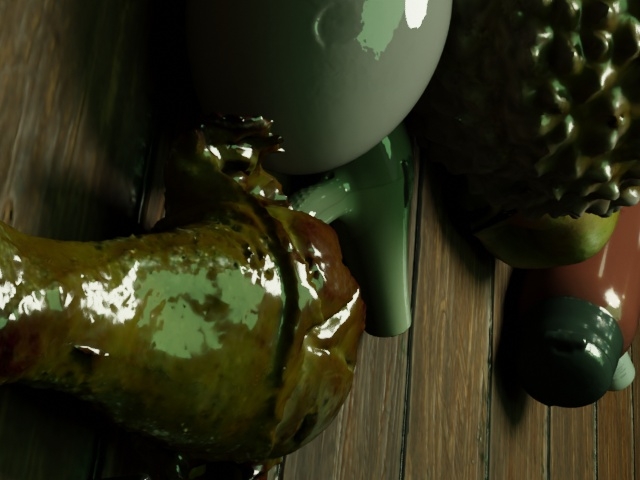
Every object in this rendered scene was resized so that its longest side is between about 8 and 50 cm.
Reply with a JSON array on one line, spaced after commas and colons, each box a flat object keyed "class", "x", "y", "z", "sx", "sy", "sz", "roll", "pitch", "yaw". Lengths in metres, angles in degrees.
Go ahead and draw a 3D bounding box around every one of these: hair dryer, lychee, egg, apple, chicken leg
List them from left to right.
[{"class": "chicken leg", "x": -0.076, "y": 0.024, "z": 0.632, "sx": 0.361, "sy": 0.140, "sz": 0.212, "roll": 38, "pitch": 58, "yaw": -58}, {"class": "egg", "x": -0.003, "y": -0.149, "z": 0.781, "sx": 0.176, "sy": 0.176, "sz": 0.232, "roll": 44, "pitch": 51, "yaw": -50}, {"class": "hair dryer", "x": 0.017, "y": 0.011, "z": 0.903, "sx": 0.225, "sy": 0.088, "sz": 0.219, "roll": -60, "pitch": 140, "yaw": -32}, {"class": "apple", "x": 0.227, "y": -0.077, "z": 1.229, "sx": 0.207, "sy": 0.173, "sz": 0.188, "roll": 68, "pitch": 28, "yaw": -57}, {"class": "lychee", "x": 0.202, "y": -0.225, "z": 0.982, "sx": 0.380, "sy": 0.380, "sz": 0.432, "roll": 48, "pitch": 42, "yaw": -47}]

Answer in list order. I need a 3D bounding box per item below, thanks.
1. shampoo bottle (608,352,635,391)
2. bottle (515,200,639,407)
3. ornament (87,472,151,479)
[{"class": "shampoo bottle", "x": 0.359, "y": 0.121, "z": 1.534, "sx": 0.195, "sy": 0.056, "sz": 0.056, "roll": 58, "pitch": 36, "yaw": -40}, {"class": "bottle", "x": 0.301, "y": 0.048, "z": 1.357, "sx": 0.144, "sy": 0.144, "sz": 0.336, "roll": 65, "pitch": 34, "yaw": -29}, {"class": "ornament", "x": -0.109, "y": 0.221, "z": 0.582, "sx": 0.088, "sy": 0.081, "sz": 0.203, "roll": -46, "pitch": 125, "yaw": -56}]
